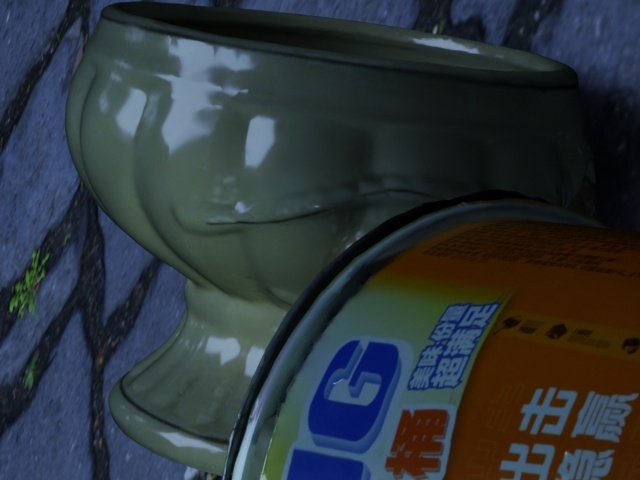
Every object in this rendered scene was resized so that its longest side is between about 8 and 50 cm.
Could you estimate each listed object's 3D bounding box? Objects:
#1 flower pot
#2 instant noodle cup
[{"bbox_3d":[0.000,0.000,1.072,0.307,0.307,0.244,-147,62,-65],"label":"flower pot"},{"bbox_3d":[0.137,0.120,0.663,0.214,0.296,0.296,-4,69,54],"label":"instant noodle cup"}]
